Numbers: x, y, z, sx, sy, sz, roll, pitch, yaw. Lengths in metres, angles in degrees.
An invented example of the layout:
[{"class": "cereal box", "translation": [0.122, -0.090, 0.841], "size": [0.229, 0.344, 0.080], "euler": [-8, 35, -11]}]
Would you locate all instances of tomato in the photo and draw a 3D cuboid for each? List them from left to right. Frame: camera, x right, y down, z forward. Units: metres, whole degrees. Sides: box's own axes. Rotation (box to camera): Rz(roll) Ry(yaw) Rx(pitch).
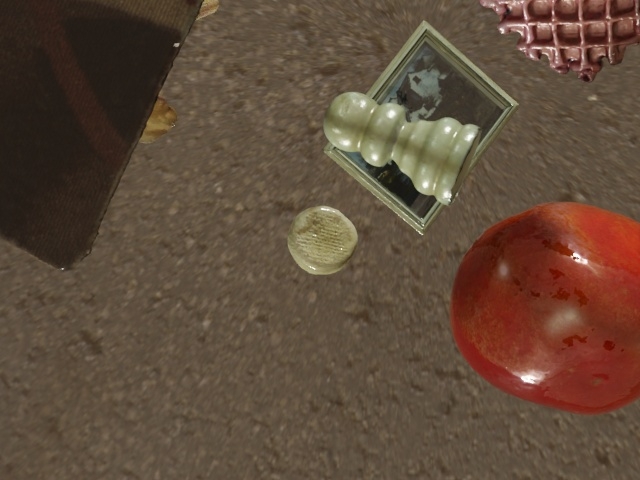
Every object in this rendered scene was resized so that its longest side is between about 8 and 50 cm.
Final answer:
[{"class": "tomato", "translation": [0.358, 0.095, 1.521], "size": [0.325, 0.289, 0.293], "euler": [17, 132, -22]}]

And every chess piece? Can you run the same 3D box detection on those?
[{"class": "chess piece", "translation": [0.120, -0.161, 1.692], "size": [0.243, 0.133, 0.133], "euler": [24, 101, 11]}]

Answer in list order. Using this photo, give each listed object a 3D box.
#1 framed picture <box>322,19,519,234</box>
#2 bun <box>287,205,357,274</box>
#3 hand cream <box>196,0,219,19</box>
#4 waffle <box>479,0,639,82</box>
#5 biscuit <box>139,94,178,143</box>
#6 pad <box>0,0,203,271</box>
[{"class": "framed picture", "translation": [0.178, -0.193, 1.816], "size": [0.232, 0.019, 0.296], "euler": [39, 79, -11]}, {"class": "bun", "translation": [0.000, 0.000, 1.305], "size": [0.086, 0.055, 0.086], "euler": [1, 85, -9]}, {"class": "hand cream", "translation": [-0.229, -0.355, 1.673], "size": [0.084, 0.203, 0.084], "euler": [17, 121, 29]}, {"class": "waffle", "translation": [0.330, -0.317, 1.348], "size": [0.221, 0.055, 0.234], "euler": [37, 128, -10]}, {"class": "biscuit", "translation": [-0.342, -0.207, 1.838], "size": [0.183, 0.061, 0.118], "euler": [-28, 115, -11]}, {"class": "pad", "translation": [-0.113, -0.178, 0.362], "size": [0.220, 0.004, 0.330], "euler": [26, 101, 3]}]
